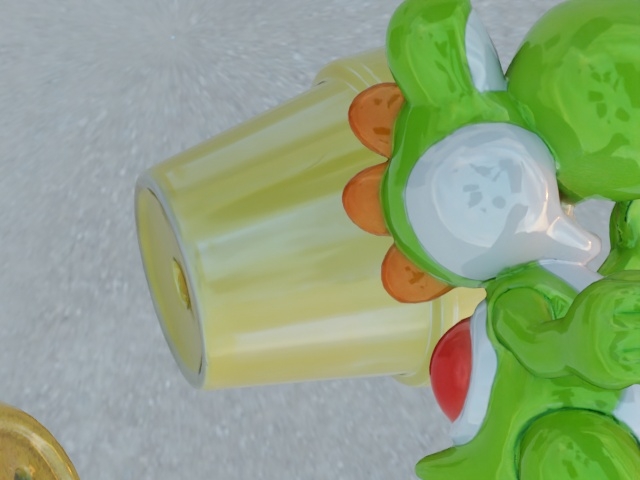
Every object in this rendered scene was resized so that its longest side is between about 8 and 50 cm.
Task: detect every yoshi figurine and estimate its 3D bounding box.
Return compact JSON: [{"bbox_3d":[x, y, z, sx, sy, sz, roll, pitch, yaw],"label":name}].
[{"bbox_3d":[0.155,0.025,0.776,0.203,0.203,0.362,-18,85,-26],"label":"yoshi figurine"}]

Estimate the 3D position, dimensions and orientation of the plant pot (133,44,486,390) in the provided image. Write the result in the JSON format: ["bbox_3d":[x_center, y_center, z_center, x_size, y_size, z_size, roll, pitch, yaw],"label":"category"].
[{"bbox_3d":[0.000,0.000,1.112,0.239,0.254,0.254,-16,99,-17],"label":"plant pot"}]

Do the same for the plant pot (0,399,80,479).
[{"bbox_3d":[-0.106,0.080,0.344,0.095,0.134,0.134,-15,99,20],"label":"plant pot"}]
